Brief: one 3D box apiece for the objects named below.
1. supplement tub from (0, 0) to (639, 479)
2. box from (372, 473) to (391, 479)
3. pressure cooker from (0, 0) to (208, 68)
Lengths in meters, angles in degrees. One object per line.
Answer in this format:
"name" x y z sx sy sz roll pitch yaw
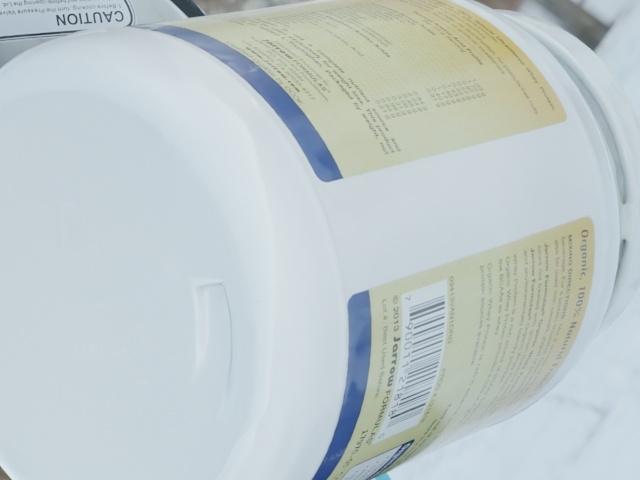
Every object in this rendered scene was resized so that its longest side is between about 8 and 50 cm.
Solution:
"supplement tub" 0.000 0.000 0.938 0.316 0.228 0.228 -16 -31 -50
"box" -0.047 0.257 1.467 0.100 0.060 0.244 3 -44 -47
"pressure cooker" -0.232 -0.036 1.443 0.370 0.375 0.420 -53 14 -16
